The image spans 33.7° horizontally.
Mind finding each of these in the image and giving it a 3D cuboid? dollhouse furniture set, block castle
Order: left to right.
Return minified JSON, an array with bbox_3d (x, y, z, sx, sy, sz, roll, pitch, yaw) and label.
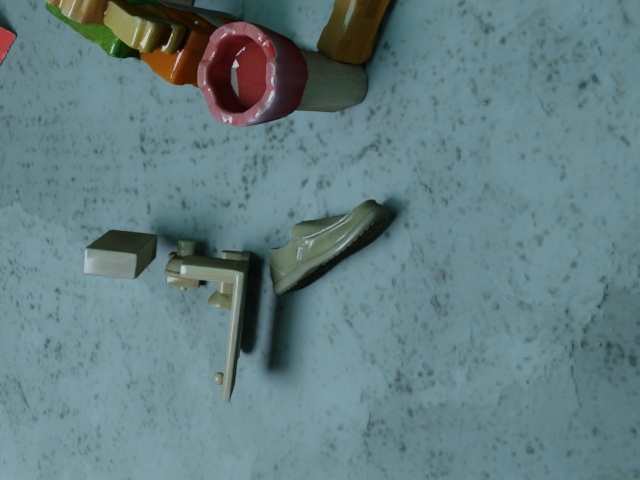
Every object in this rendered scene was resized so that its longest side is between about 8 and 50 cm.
[{"bbox_3d":[-0.149,0.068,1.028,0.151,0.144,0.123,6,100,0],"label":"dollhouse furniture set"},{"bbox_3d":[-0.133,-0.317,0.944,0.453,0.212,0.303,36,114,29],"label":"block castle"}]

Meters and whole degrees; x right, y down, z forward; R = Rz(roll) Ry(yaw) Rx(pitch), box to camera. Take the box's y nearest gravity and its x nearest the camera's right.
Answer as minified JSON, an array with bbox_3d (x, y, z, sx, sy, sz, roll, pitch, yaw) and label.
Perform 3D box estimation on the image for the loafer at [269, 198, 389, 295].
[{"bbox_3d":[0.000,0.000,0.965,0.148,0.056,0.050,-36,79,33],"label":"loafer"}]

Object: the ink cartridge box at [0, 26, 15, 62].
[{"bbox_3d":[-0.493,-0.192,1.253,0.225,0.181,0.056,-49,25,29],"label":"ink cartridge box"}]
